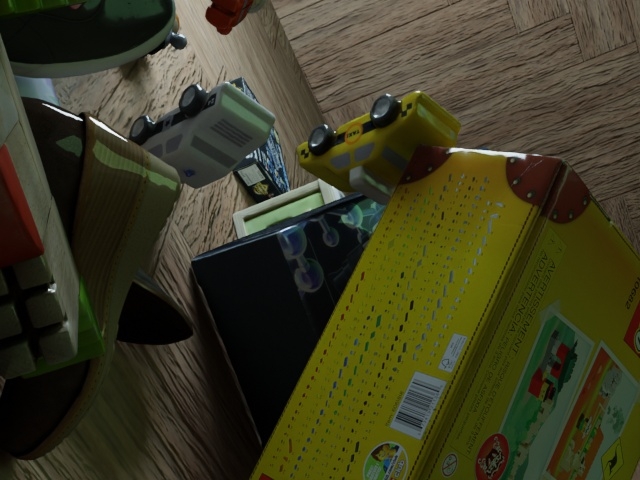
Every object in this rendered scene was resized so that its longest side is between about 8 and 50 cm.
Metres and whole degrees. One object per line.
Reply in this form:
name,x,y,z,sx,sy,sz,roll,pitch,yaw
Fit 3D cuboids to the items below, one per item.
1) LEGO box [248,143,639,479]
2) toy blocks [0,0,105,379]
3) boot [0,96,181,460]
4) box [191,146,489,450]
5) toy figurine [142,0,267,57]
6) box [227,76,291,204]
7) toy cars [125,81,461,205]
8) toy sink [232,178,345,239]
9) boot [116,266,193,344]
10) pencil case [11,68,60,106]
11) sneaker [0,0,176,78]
LEGO box,0.163,0.208,0.904,0.372,0.193,0.500,39,72,-40
toy blocks,-0.179,-0.073,0.317,0.261,0.190,0.381,-140,-144,-70
boot,-0.224,0.020,0.534,0.206,0.248,0.090,18,17,-32
box,0.081,0.081,1.137,0.395,0.212,0.294,-24,95,-38
toy figurine,-0.193,-0.364,1.134,0.213,0.209,0.148,65,23,-20
box,-0.116,-0.167,1.578,0.175,0.051,0.220,56,17,-52
toy cars,-0.042,-0.094,0.968,0.176,0.393,0.087,87,7,-62
toy sink,0.000,0.000,1.352,0.131,0.234,0.153,46,26,-65
boot,-0.186,0.022,0.794,0.219,0.082,0.106,49,25,-57
pencil case,-0.258,-0.126,0.633,0.124,0.113,0.273,138,-68,-74
sneaker,-0.204,-0.183,0.516,0.295,0.147,0.105,5,71,-34
